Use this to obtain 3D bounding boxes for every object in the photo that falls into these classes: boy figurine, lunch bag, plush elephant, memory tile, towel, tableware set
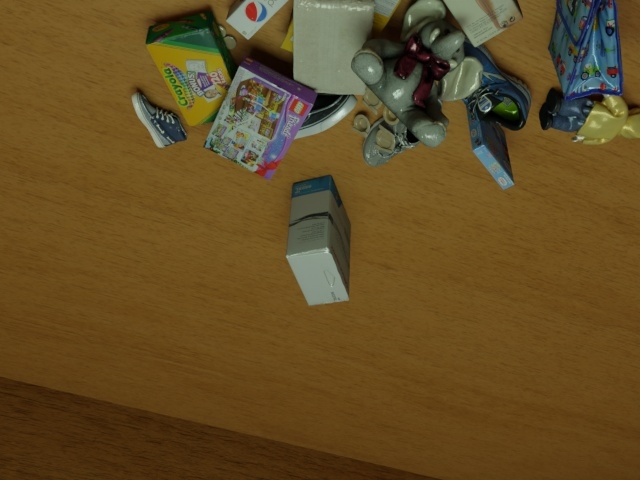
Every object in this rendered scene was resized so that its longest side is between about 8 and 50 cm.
[{"bbox_3d":[0.728,-0.326,1.913,0.285,0.092,0.177,6,135,-4],"label":"boy figurine"},{"bbox_3d":[0.605,-0.502,1.645,0.138,0.221,0.293,-5,135,8],"label":"lunch bag"},{"bbox_3d":[0.239,-0.402,1.679,0.255,0.330,0.272,-44,101,10],"label":"plush elephant"},{"bbox_3d":[-0.296,-0.498,1.855,0.148,0.012,0.113,-28,128,27],"label":"memory tile"},{"bbox_3d":[0.028,-0.458,1.729,0.187,0.049,0.282,5,145,0],"label":"towel"},{"bbox_3d":[0.151,-0.319,1.937,0.141,0.020,0.169,38,134,26],"label":"tableware set"}]

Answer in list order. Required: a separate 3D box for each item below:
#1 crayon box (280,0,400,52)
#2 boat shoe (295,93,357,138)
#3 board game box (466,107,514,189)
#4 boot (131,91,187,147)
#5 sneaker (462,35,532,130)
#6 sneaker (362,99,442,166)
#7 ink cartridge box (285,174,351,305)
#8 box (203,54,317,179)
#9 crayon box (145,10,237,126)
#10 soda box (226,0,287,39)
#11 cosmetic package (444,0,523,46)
[{"bbox_3d":[0.058,-0.552,1.707,0.203,0.083,0.323,19,141,-15],"label":"crayon box"},{"bbox_3d":[-0.043,-0.340,1.914,0.301,0.108,0.102,-10,129,42],"label":"boat shoe"},{"bbox_3d":[0.441,-0.257,1.912,0.039,0.211,0.160,-27,128,28],"label":"board game box"},{"bbox_3d":[-0.436,-0.337,1.998,0.086,0.069,0.190,-15,141,8],"label":"boot"},{"bbox_3d":[0.398,-0.387,1.825,0.330,0.147,0.130,29,130,-16],"label":"sneaker"},{"bbox_3d":[0.211,-0.285,1.966,0.105,0.115,0.281,28,131,-23],"label":"sneaker"},{"bbox_3d":[0.000,0.000,2.134,0.129,0.307,0.223,-10,134,13],"label":"ink cartridge box"},{"bbox_3d":[-0.158,-0.304,1.869,0.201,0.057,0.293,27,136,-9],"label":"box"},{"bbox_3d":[-0.306,-0.428,1.857,0.165,0.081,0.278,-11,140,11],"label":"crayon box"},{"bbox_3d":[-0.125,-0.577,1.724,0.074,0.069,0.216,35,127,-28],"label":"soda box"},{"bbox_3d":[0.315,-0.598,1.618,0.129,0.153,0.296,-28,129,26],"label":"cosmetic package"}]
